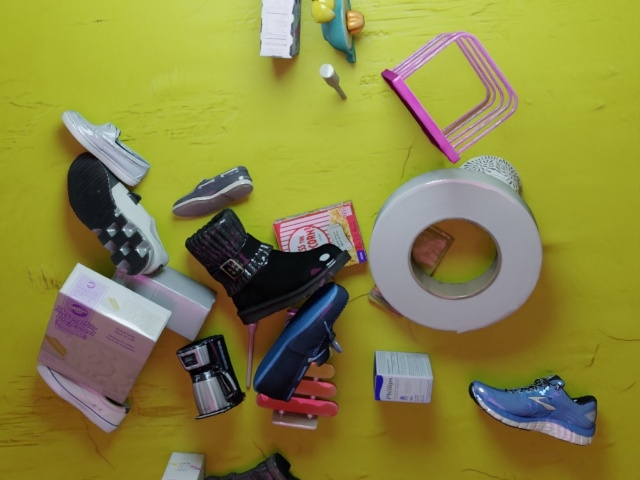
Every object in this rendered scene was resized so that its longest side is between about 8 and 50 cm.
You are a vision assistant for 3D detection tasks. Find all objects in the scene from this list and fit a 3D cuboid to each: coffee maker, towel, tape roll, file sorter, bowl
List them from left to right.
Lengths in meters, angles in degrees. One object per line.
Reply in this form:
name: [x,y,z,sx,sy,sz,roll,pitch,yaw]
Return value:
coffee maker: [-0.268,0.328,1.898,0.120,0.171,0.178,-18,88,0]
towel: [0.216,0.069,1.857,0.102,0.021,0.237,30,105,-8]
file sorter: [0.266,-0.313,1.603,0.182,0.291,0.202,-37,102,9]
tape roll: [0.303,0.029,1.756,0.391,0.072,0.392,4,116,8]
bowl: [0.383,-0.104,1.768,0.170,0.080,0.170,0,107,1]

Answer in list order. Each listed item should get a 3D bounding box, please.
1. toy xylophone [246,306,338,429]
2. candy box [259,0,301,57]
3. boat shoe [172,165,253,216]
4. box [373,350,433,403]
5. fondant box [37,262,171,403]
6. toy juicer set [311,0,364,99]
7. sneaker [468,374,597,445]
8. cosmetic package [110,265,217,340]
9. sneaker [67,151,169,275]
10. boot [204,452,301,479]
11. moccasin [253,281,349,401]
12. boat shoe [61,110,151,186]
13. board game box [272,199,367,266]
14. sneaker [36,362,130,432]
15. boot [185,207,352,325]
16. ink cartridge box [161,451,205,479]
toy xylophone: [-0.073,0.307,1.907,0.236,0.081,0.323,0,106,2]
candy box: [-0.080,-0.487,1.625,0.070,0.165,0.196,4,107,3]
boat shoe: [-0.254,-0.114,1.810,0.206,0.075,0.065,-21,62,13]
box: [0.198,0.330,1.881,0.137,0.126,0.072,4,109,1]
fondant box: [-0.513,0.227,1.816,0.238,0.096,0.330,29,135,-6]
toy juicer set: [0.043,-0.450,1.609,0.089,0.209,0.329,-3,106,12]
sneaker: [0.524,0.388,1.904,0.329,0.130,0.147,15,92,-6]
cosmetic package: [-0.374,0.127,1.841,0.238,0.127,0.107,32,104,-5]
sneaker: [-0.467,-0.056,1.801,0.122,0.146,0.331,-36,77,15]
boot: [-0.153,0.686,2.032,0.229,0.091,0.263,-29,100,16]
moccasin: [-0.026,0.236,1.789,0.116,0.138,0.342,32,119,-11]
boat shoe: [-0.484,-0.226,1.770,0.081,0.079,0.227,-44,107,6]
board game box: [0.000,0.000,1.830,0.193,0.045,0.147,-15,106,7]
sneaker: [-0.592,0.371,1.951,0.258,0.094,0.091,43,85,-15]
boot: [-0.127,0.026,1.756,0.347,0.131,0.260,-28,99,27]
ink cartridge box: [-0.350,0.620,1.978,0.089,0.143,0.092,2,107,1]
